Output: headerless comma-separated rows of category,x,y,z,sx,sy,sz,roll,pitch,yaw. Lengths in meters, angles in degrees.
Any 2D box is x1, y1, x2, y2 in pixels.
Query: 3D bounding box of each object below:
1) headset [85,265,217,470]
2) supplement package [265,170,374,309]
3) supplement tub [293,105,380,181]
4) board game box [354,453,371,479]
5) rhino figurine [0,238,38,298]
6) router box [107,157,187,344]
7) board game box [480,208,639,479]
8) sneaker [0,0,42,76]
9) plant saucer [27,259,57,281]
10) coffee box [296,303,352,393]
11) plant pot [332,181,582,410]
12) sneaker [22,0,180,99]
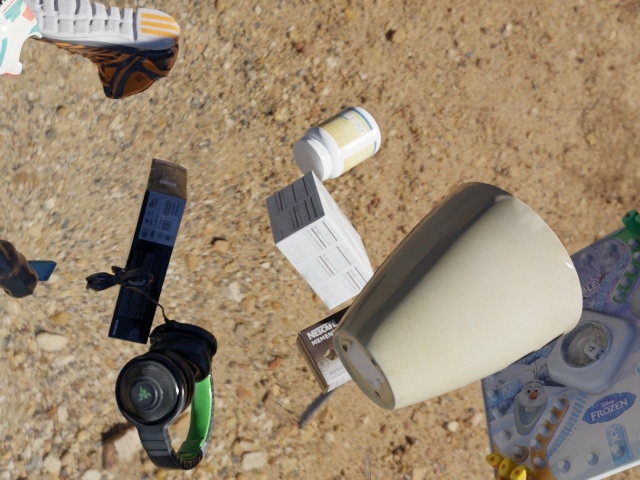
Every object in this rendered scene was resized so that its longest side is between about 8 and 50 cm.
headset,-0.302,0.233,1.363,0.185,0.243,0.394,-4,112,13
supplement package,0.000,0.000,1.862,0.145,0.204,0.262,-30,126,10
supplement tub,0.042,-0.250,1.946,0.199,0.144,0.144,-33,100,-28
board game box,0.061,0.433,1.205,0.033,0.133,0.169,1,90,0
rhino figurine,-0.590,0.030,1.362,0.106,0.243,0.073,40,71,22
router box,-0.343,0.014,1.493,0.081,0.243,0.309,15,106,-15
board game box,0.392,0.154,1.105,0.050,0.390,0.390,38,34,-27
sneaker,-0.341,-0.181,0.753,0.161,0.057,0.075,-63,147,-25
plant saucer,-0.704,0.068,1.698,0.192,0.067,0.018,2,46,-45
coffee box,0.101,0.271,2.052,0.297,0.119,0.168,-25,71,-14
plant pot,0.159,0.096,1.010,0.274,0.256,0.257,-32,100,-21
sneaker,-0.434,-0.354,1.402,0.321,0.180,0.125,9,55,-16
